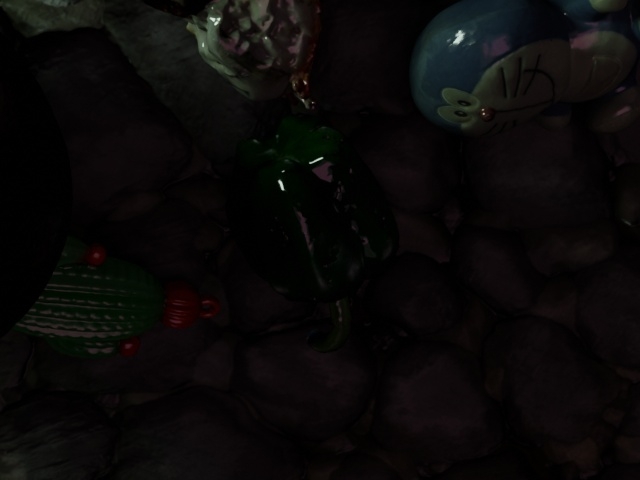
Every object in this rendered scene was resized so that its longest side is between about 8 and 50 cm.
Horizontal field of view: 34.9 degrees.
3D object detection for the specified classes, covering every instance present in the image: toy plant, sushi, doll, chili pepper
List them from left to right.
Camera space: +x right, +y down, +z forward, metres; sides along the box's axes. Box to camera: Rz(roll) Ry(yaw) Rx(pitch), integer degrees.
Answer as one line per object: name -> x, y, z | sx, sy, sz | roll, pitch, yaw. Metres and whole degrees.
toy plant -> -0.246, 0.073, 1.121 | 0.240, 0.088, 0.154 | 28, 119, -34
sushi -> -0.114, -0.252, 0.971 | 0.332, 0.124, 0.130 | 37, 92, -23
chili pepper -> 0.000, 0.000, 1.098 | 0.165, 0.174, 0.261 | -36, 119, -22
doll -> 0.221, -0.188, 1.049 | 0.258, 0.154, 0.228 | -18, 155, -15

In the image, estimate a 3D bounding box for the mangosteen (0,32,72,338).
mangosteen -> -0.415, -0.030, 0.841 | 0.382, 0.435, 0.382 | 8, 124, 12
